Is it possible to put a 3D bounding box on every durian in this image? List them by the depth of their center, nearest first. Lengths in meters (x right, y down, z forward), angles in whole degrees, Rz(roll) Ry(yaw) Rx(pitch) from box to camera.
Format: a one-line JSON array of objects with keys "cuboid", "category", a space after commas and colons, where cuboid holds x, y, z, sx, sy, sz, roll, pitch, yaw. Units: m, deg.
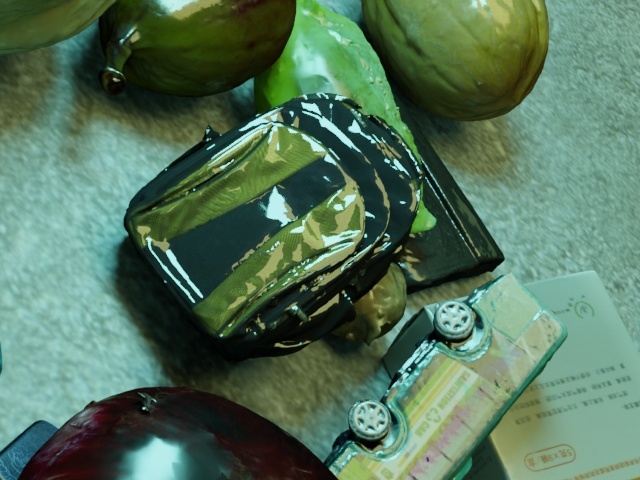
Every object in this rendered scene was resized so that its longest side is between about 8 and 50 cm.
[{"cuboid": [0.015, -0.113, 1.787, 0.139, 0.101, 0.250, -18, 75, -15], "category": "durian"}]

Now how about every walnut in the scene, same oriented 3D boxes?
[{"cuboid": [0.146, -0.229, 2.001, 0.195, 0.195, 0.221, -3, 57, -50], "category": "walnut"}]

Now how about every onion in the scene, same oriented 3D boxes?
[{"cuboid": [-0.073, 0.233, 1.265, 0.314, 0.232, 0.314, 29, 41, -29], "category": "onion"}]

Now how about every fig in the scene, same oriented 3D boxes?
[{"cuboid": [-0.132, -0.186, 1.673, 0.170, 0.145, 0.274, 35, 34, 5], "category": "fig"}]

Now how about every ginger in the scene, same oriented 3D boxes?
[{"cuboid": [0.000, 0.000, 1.706, 0.204, 0.080, 0.104, 52, 38, -2], "category": "ginger"}]

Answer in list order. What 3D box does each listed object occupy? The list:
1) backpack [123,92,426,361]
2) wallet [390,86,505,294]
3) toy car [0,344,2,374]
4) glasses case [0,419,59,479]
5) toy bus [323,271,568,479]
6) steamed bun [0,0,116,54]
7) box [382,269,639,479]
[{"cuboid": [-0.028, -0.018, 1.597, 0.258, 0.133, 0.206, -35, 81, -15], "category": "backpack"}, {"cuboid": [0.057, -0.096, 1.898, 0.170, 0.044, 0.321, -13, 68, -51], "category": "wallet"}, {"cuboid": [-0.280, 0.041, 1.331, 0.126, 0.098, 0.161, 28, 42, -33], "category": "toy car"}, {"cuboid": [-0.212, 0.158, 1.364, 0.033, 0.023, 0.083, 42, 32, 3], "category": "glasses case"}, {"cuboid": [0.093, 0.139, 1.576, 0.109, 0.091, 0.261, 41, 66, 4], "category": "toy bus"}, {"cuboid": [-0.305, -0.286, 1.494, 0.324, 0.230, 0.372, 53, 34, 2], "category": "steamed bun"}, {"cuboid": [0.211, 0.188, 1.702, 0.200, 0.106, 0.299, -11, 63, -31], "category": "box"}]
